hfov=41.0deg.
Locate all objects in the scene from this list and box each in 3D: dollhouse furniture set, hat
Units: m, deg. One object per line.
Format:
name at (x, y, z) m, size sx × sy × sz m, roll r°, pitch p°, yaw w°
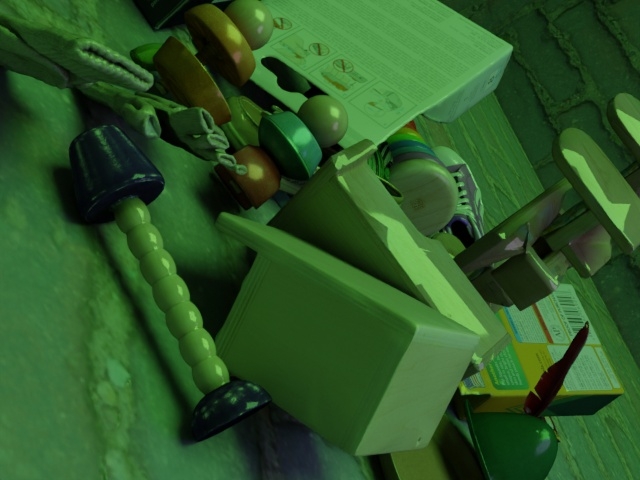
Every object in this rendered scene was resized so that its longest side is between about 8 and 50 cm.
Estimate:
dollhouse furniture set at (0.165, -0.016, 1.019) m, size 0.394 × 0.362 × 0.256 m, roll -31°, pitch 83°, yaw -41°
hat at (0.293, 0.254, 1.086) m, size 0.208 × 0.184 × 0.173 m, roll 62°, pitch 11°, yaw -46°

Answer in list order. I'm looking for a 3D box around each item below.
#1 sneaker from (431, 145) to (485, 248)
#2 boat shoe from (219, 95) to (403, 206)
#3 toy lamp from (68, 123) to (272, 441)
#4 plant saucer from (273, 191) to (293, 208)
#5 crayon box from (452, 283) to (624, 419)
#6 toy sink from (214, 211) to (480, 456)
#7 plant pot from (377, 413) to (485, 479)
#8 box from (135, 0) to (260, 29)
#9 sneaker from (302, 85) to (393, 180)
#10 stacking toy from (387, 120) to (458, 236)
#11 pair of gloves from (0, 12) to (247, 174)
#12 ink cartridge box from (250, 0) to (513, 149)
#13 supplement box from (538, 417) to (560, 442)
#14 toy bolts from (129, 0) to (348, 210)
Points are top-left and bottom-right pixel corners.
sneaker at (0.239, -0.055, 1.489) m, size 0.161 × 0.102 × 0.282 m, roll 55°, pitch 20°, yaw -71°
boat shoe at (-0.014, -0.105, 1.100) m, size 0.285 × 0.089 × 0.104 m, roll 34°, pitch 27°, yaw -34°
toy lamp at (-0.132, 0.028, 0.716) m, size 0.274 × 0.080 × 0.080 m, roll 60°, pitch 21°, yaw 11°
plant saucer at (0.000, 0.000, 1.126) m, size 0.192 × 0.018 × 0.067 m, roll 55°, pitch 21°, yaw 0°
crayon box at (0.281, 0.160, 1.291) m, size 0.323 × 0.083 × 0.203 m, roll 6°, pitch 50°, yaw -31°
toy sink at (-0.001, 0.088, 0.792) m, size 0.234 × 0.131 × 0.153 m, roll 29°, pitch 5°, yaw 30°
plant pot at (0.133, 0.280, 0.990) m, size 0.236 × 0.032 × 0.236 m, roll 45°, pitch 24°, yaw -26°
box at (-0.186, -0.515, 1.132) m, size 0.395 × 0.212 × 0.293 m, roll 54°, pitch 33°, yaw -3°
sneaker at (0.041, -0.161, 1.329) m, size 0.146 × 0.134 × 0.343 m, roll 53°, pitch 29°, yaw -30°
stacking toy at (0.147, -0.143, 1.503) m, size 0.141 × 0.141 × 0.330 m, roll 46°, pitch 20°, yaw -25°
pair of gloves at (-0.189, -0.129, 0.741) m, size 0.204 × 0.042 × 0.240 m, roll 23°, pitch -4°, yaw 32°
ink cartridge box at (0.053, -0.260, 1.252) m, size 0.308 × 0.091 × 0.385 m, roll 38°, pitch 52°, yaw 18°
supplement box at (0.360, 0.301, 1.432) m, size 0.055 × 0.043 × 0.083 m, roll 36°, pitch 28°, yaw -40°
toy bolts at (-0.068, -0.160, 0.925) m, size 0.228 × 0.158 × 0.218 m, roll 54°, pitch -10°, yaw -14°
